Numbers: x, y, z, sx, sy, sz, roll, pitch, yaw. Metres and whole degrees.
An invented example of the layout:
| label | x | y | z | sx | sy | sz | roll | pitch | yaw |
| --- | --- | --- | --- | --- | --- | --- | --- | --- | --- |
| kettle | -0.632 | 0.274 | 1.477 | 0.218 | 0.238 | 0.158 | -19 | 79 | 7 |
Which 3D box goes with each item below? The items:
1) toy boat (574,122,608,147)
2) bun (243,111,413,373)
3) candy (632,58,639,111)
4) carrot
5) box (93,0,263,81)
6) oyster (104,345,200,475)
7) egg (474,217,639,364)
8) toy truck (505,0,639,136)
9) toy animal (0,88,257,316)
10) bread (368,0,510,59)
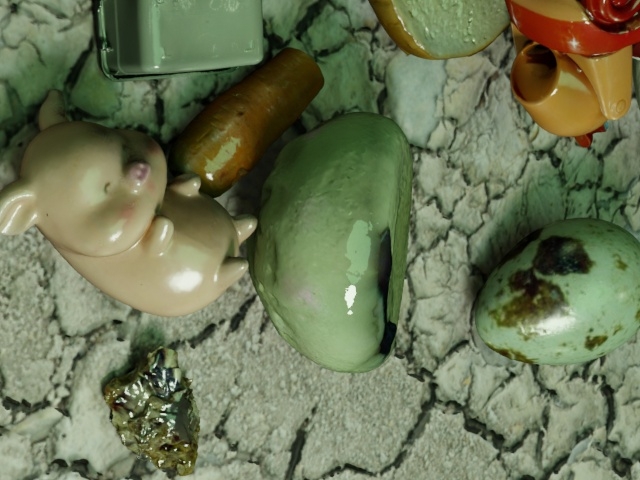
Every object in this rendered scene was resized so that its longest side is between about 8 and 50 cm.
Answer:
| label | x | y | z | sx | sy | sz | roll | pitch | yaw |
| --- | --- | --- | --- | --- | --- | --- | --- | --- | --- |
| toy boat | 0.293 | -0.193 | 1.994 | 0.173 | 0.069 | 0.059 | 54 | 48 | -28 |
| bun | 0.000 | 0.000 | 1.753 | 0.179 | 0.283 | 0.283 | 4 | 97 | 8 |
| candy | 0.493 | -0.195 | 2.053 | 0.295 | 0.185 | 0.295 | 4 | 80 | -26 |
| carrot | -0.078 | -0.127 | 1.756 | 0.193 | 0.087 | 0.087 | -47 | 119 | -17 |
| box | -0.136 | -0.225 | 1.696 | 0.172 | 0.093 | 0.124 | -10 | 103 | -31 |
| oyster | -0.165 | 0.191 | 1.771 | 0.103 | 0.051 | 0.148 | -39 | 127 | -14 |
| egg | 0.288 | 0.065 | 1.972 | 0.231 | 0.169 | 0.169 | -24 | 110 | -16 |
| toy truck | 0.320 | -0.253 | 1.861 | 0.265 | 0.189 | 0.239 | -29 | 131 | -24 |
| toy animal | -0.193 | -0.025 | 1.660 | 0.250 | 0.154 | 0.166 | 39 | 33 | -23 |
| bread | 0.140 | -0.318 | 1.873 | 0.236 | 0.070 | 0.236 | -5 | 100 | -31 |
